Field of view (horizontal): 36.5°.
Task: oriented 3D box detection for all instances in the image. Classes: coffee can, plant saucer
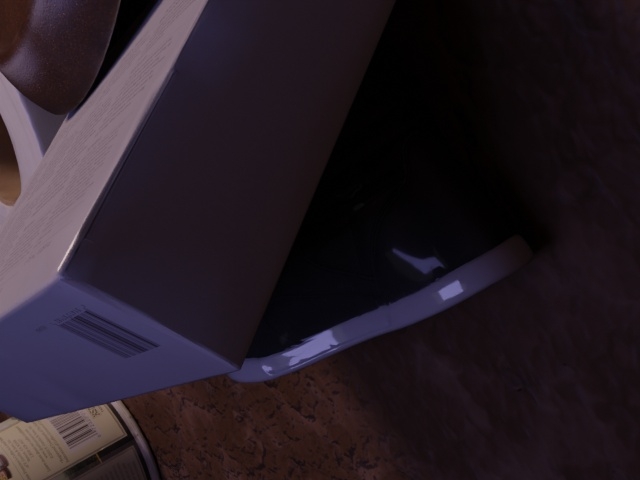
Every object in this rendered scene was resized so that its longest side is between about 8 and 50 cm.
[{"bbox_3d":[-0.368,0.322,1.217,0.202,0.275,0.201,33,137,38],"label":"coffee can"},{"bbox_3d":[-0.206,-0.247,0.698,0.311,0.050,0.310,6,97,59],"label":"plant saucer"}]

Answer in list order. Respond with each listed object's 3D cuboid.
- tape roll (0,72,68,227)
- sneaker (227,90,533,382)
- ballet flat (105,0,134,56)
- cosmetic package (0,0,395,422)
[{"bbox_3d":[-0.291,-0.119,0.961,0.286,0.100,0.286,33,137,38],"label":"tape roll"},{"bbox_3d":[0.000,0.000,0.647,0.296,0.105,0.146,-32,84,51],"label":"sneaker"},{"bbox_3d":[-0.186,-0.193,0.805,0.058,0.049,0.173,22,131,30],"label":"ballet flat"},{"bbox_3d":[-0.111,-0.043,0.602,0.097,0.284,0.377,30,155,-21],"label":"cosmetic package"}]
